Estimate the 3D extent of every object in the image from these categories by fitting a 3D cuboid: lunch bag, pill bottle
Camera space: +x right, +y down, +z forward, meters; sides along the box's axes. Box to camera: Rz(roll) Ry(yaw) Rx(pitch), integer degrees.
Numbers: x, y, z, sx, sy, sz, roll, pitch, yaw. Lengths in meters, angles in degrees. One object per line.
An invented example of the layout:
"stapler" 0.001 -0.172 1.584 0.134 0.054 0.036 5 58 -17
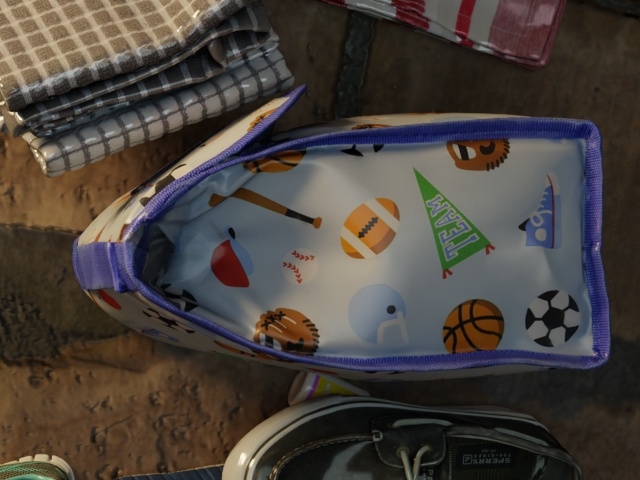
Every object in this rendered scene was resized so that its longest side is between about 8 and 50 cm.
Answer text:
"lunch bag" 0.000 0.000 1.589 0.385 0.328 0.239 -3 89 -13
"pill bottle" 0.015 0.147 1.747 0.083 0.043 0.043 27 86 -14

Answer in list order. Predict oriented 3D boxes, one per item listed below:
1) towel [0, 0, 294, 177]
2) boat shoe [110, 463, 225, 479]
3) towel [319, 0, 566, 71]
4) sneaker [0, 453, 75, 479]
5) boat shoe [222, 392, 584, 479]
"towel" -0.184 -0.202 1.561 0.235 0.283 0.121 -21 138 -15
"boat shoe" -0.102 0.240 1.715 0.183 0.066 0.066 -1 105 -12
"towel" 0.089 -0.312 1.749 0.329 0.037 0.237 16 88 -15
"sneaker" -0.290 0.220 1.651 0.166 0.076 0.065 -13 95 -14
"boat shoe" 0.082 0.197 1.691 0.335 0.119 0.121 -5 100 -28
